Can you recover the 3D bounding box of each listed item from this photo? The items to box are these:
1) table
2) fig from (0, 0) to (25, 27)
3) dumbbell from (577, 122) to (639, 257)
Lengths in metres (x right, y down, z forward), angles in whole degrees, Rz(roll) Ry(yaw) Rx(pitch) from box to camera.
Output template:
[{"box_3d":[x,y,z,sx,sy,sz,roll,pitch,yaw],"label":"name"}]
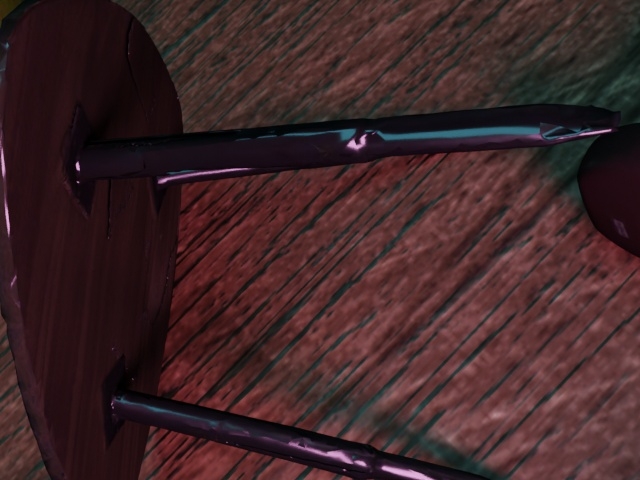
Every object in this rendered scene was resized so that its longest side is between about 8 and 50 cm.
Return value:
[{"box_3d":[0.000,0.000,0.425,0.249,0.317,0.317,2,68,2],"label":"table"},{"box_3d":[-0.300,-0.174,0.674,0.160,0.230,0.143,-46,22,-24],"label":"fig"},{"box_3d":[0.253,-0.092,0.447,0.124,0.140,0.225,22,77,34],"label":"dumbbell"}]
